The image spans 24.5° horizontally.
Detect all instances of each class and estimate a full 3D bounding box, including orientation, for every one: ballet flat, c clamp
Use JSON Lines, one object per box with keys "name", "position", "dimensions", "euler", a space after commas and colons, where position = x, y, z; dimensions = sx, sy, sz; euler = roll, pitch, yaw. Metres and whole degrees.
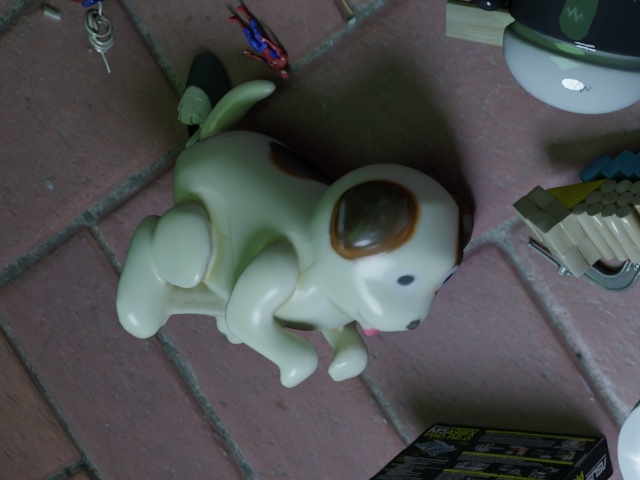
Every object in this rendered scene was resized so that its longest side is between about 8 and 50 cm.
{"name": "ballet flat", "position": [-0.164, -0.157, 2.069], "dimensions": [0.074, 0.074, 0.203], "euler": [12, 119, 33]}
{"name": "c clamp", "position": [0.337, -0.004, 1.791], "dimensions": [0.137, 0.022, 0.160], "euler": [40, 130, 14]}

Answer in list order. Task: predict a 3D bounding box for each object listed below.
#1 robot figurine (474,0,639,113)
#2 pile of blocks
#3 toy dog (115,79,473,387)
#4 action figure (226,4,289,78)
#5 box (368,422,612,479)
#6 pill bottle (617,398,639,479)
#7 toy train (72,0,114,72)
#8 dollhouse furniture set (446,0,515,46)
{"name": "robot figurine", "position": [0.283, -0.264, 1.467], "dimensions": [0.209, 0.174, 0.278], "euler": [34, 119, 45]}
{"name": "pile of blocks", "position": [0.401, -0.034, 1.675], "dimensions": [0.362, 0.149, 0.112], "euler": [-3, 138, 41]}
{"name": "toy dog", "position": [0.000, 0.000, 1.924], "dimensions": [0.408, 0.284, 0.395], "euler": [6, 80, 37]}
{"name": "action figure", "position": [-0.080, -0.262, 1.981], "dimensions": [0.115, 0.030, 0.038], "euler": [48, 127, 5]}
{"name": "box", "position": [0.210, 0.319, 1.923], "dimensions": [0.270, 0.216, 0.060], "euler": [0, 110, 37]}
{"name": "pill bottle", "position": [0.465, 0.154, 1.540], "dimensions": [0.210, 0.363, 0.210], "euler": [17, 121, 30]}
{"name": "toy train", "position": [-0.273, -0.367, 2.037], "dimensions": [0.143, 0.105, 0.248], "euler": [-11, 105, 27]}
{"name": "dollhouse furniture set", "position": [0.224, -0.349, 1.608], "dimensions": [0.212, 0.161, 0.242], "euler": [15, 121, 32]}
